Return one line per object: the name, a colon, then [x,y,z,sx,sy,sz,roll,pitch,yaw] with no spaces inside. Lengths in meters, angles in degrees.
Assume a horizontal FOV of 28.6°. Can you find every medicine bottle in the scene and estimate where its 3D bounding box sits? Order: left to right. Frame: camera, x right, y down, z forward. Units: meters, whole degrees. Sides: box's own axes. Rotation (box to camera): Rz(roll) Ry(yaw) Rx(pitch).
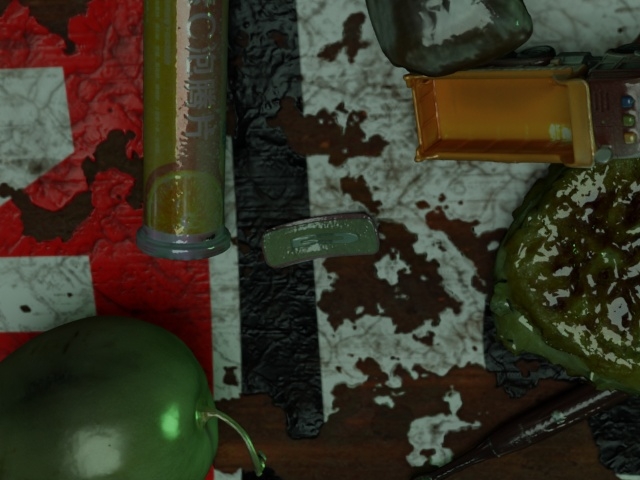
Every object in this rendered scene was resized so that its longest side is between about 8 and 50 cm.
medicine bottle: [-0.148,-0.194,1.349,0.108,0.108,0.426,4,111,4]

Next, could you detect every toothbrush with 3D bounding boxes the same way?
toothbrush: [0.259,0.221,1.509,0.364,0.041,0.041,-30,106,16]

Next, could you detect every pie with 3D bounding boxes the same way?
pie: [0.350,0.023,1.379,0.288,0.103,0.354,38,108,-4]

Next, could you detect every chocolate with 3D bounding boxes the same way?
chocolate: [0.106,-0.293,1.245,0.157,0.080,0.254,-16,84,12]

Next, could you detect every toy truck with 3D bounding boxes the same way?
toy truck: [0.230,-0.140,1.289,0.270,0.135,0.114,3,115,31]

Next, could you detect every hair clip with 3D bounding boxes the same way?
hair clip: [0.001,0.000,1.455,0.137,0.022,0.054,-9,111,9]

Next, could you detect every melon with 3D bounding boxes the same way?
melon: [-0.260,0.217,1.446,0.308,0.272,0.271,-32,105,8]
